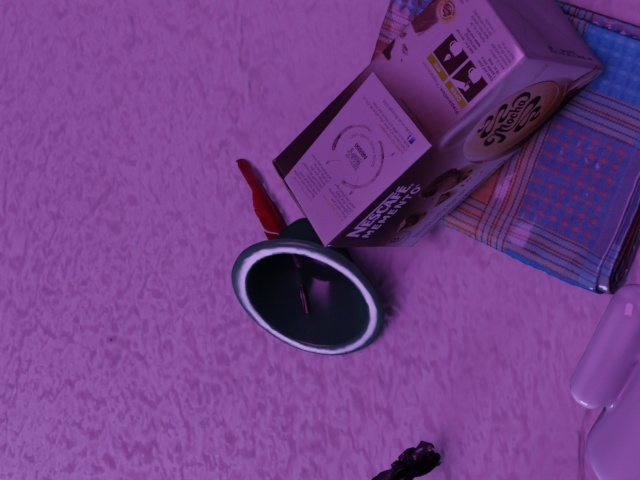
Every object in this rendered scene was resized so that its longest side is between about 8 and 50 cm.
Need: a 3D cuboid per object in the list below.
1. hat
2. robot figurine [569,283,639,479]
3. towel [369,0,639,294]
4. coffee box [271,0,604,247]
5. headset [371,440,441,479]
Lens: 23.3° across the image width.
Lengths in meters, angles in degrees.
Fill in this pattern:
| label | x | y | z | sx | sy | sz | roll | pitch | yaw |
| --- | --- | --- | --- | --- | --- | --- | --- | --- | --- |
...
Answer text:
| label | x | y | z | sx | sy | sz | roll | pitch | yaw |
| --- | --- | --- | --- | --- | --- | --- | --- | --- | --- |
| hat | 0.000 | 0.000 | 1.792 | 0.173 | 0.183 | 0.208 | -28 | 117 | 39 |
| robot figurine | 0.380 | 0.152 | 1.425 | 0.300 | 0.200 | 0.353 | 26 | 109 | -7 |
| towel | 0.197 | -0.129 | 1.644 | 0.370 | 0.040 | 0.271 | 26 | 104 | 32 |
| coffee box | 0.117 | -0.125 | 1.578 | 0.297 | 0.168 | 0.119 | -43 | 66 | 28 |
| headset | 0.185 | 0.399 | 1.631 | 0.243 | 0.185 | 0.394 | -38 | 86 | 25 |
